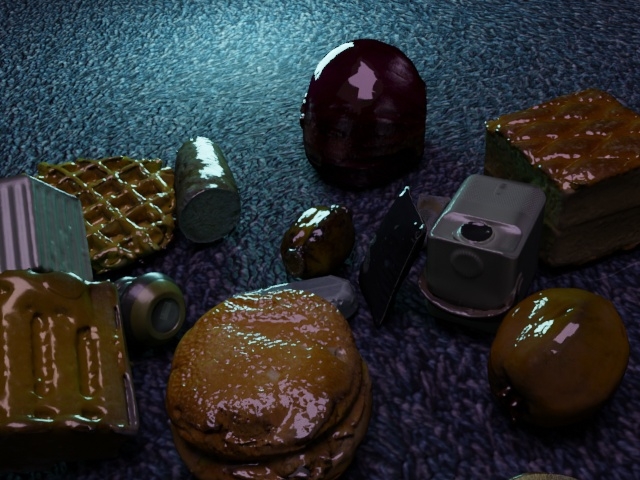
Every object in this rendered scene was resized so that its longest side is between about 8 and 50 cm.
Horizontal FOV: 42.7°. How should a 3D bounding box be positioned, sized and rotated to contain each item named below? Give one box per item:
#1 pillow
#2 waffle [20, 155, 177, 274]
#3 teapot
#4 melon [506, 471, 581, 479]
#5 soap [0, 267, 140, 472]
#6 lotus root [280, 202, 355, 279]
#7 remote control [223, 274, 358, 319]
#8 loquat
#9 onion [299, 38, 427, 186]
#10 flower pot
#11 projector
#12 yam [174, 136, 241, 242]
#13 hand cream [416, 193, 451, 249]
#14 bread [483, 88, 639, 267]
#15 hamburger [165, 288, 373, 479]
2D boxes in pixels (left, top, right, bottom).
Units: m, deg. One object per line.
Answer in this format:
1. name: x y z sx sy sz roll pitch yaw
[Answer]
1. pillow: 0.119 0.026 1.382 0.055 0.208 0.141 14 30 -19
2. waffle: -0.468 -0.055 1.656 0.379 0.095 0.382 -4 39 -1
3. teapot: -0.303 0.131 1.370 0.119 0.130 0.166 9 66 41
4. melon: 0.287 0.355 1.019 0.160 0.079 0.128 -2 36 4
5. soap: -0.416 0.185 1.207 0.259 0.143 0.281 4 45 -28
6. lotus root: 0.000 0.000 1.497 0.120 0.120 0.209 15 40 25
7. remote control: -0.057 0.115 1.405 0.247 0.052 0.104 -11 33 -5
8. loquat: 0.339 0.171 1.180 0.234 0.176 0.187 -49 10 -20
9. onion: 0.100 -0.292 1.756 0.281 0.260 0.337 11 39 13
10. flower pot: -0.511 0.028 1.387 0.209 0.239 0.190 -28 59 19
11. projector: 0.274 0.026 1.373 0.163 0.177 0.242 15 43 25
12. yam: -0.238 -0.118 1.677 0.133 0.133 0.330 -11 31 -7
13. hand cream: 0.203 -0.042 1.583 0.067 0.042 0.194 6 35 17
14. bread: 0.472 -0.118 1.511 0.279 0.207 0.279 -19 40 -16
15. hamburger: -0.070 0.220 1.168 0.289 0.170 0.314 -4 38 7
